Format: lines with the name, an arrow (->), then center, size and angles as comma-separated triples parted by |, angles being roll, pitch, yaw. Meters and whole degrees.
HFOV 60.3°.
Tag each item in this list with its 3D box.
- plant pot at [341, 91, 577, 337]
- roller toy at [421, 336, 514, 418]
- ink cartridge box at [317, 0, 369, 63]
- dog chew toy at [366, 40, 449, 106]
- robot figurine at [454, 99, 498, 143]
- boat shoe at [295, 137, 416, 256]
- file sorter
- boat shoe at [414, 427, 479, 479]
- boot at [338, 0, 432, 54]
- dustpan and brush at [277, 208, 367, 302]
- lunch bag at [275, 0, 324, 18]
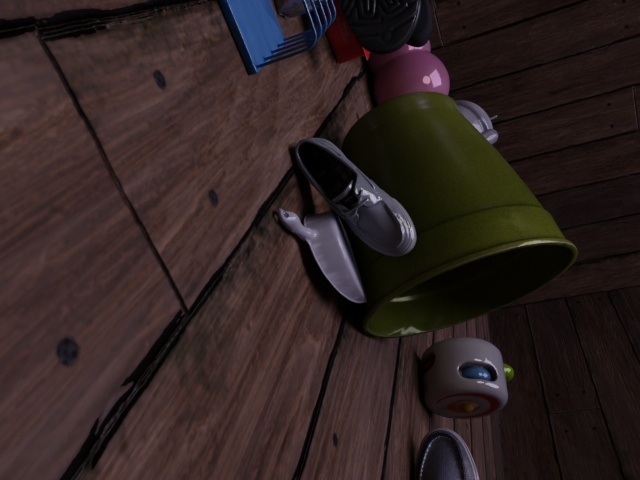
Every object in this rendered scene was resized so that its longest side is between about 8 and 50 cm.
plant pot -> 0.199, -0.059, 0.988 | 0.366, 0.366, 0.353 | 39, 31, -61
roller toy -> 0.332, 0.331, 1.289 | 0.191, 0.209, 0.146 | 42, 38, -38
ink cartridge box -> 0.056, -0.481, 1.196 | 0.231, 0.078, 0.134 | -79, 149, -49
dog chew toy -> 0.218, -0.488, 1.495 | 0.206, 0.206, 0.332 | 5, 65, -70
robot figurine -> 0.372, -0.289, 1.633 | 0.353, 0.300, 0.200 | -34, 119, -28
boat shoe -> 0.043, -0.063, 0.798 | 0.227, 0.079, 0.081 | 47, 18, 15
file sorter -> -0.052, -0.320, 0.749 | 0.170, 0.104, 0.118 | -71, 143, -56
boat shoe -> 0.216, 0.474, 0.956 | 0.158, 0.127, 0.341 | 68, 21, -47
boot -> 0.150, -0.502, 1.163 | 0.445, 0.146, 0.367 | 7, 70, -72
dustpan and brush -> 0.000, 0.000, 0.784 | 0.211, 0.060, 0.147 | 57, 15, -59
lunch bag -> -0.032, -0.407, 0.891 | 0.053, 0.083, 0.071 | -31, 107, -70
